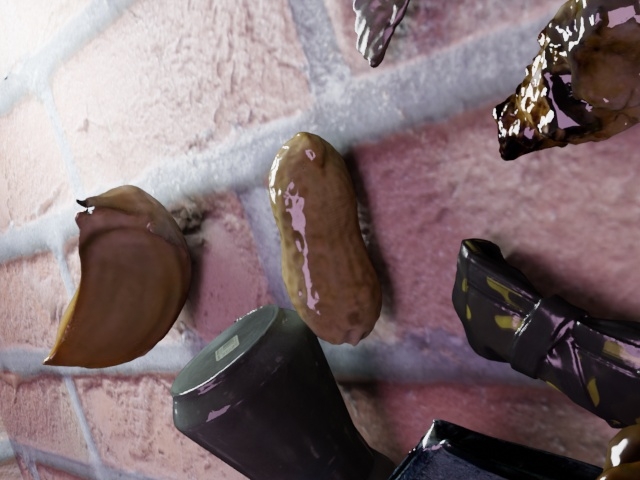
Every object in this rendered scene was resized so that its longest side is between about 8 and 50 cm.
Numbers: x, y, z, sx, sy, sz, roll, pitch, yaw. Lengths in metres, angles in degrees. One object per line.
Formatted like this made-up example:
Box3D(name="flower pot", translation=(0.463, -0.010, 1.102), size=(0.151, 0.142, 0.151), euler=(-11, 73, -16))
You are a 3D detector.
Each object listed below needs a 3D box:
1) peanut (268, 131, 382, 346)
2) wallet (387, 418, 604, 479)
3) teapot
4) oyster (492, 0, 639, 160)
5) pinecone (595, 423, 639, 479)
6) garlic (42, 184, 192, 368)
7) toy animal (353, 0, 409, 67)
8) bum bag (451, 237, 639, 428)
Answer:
Box3D(name="peanut", translation=(0.000, 0.000, 0.772), size=(0.099, 0.099, 0.214), euler=(2, 110, 50))
Box3D(name="wallet", translation=(0.111, 0.289, 0.718), size=(0.191, 0.046, 0.379), euler=(17, 136, -8))
Box3D(name="teapot", translation=(-0.034, 0.193, 0.836), size=(0.225, 0.171, 0.203), euler=(54, -177, -12))
Box3D(name="oyster", translation=(0.219, -0.132, 0.465), size=(0.128, 0.078, 0.345), euler=(57, 139, 1))
Box3D(name="pinecone", translation=(0.307, 0.216, 0.306), size=(0.398, 0.398, 0.397), euler=(25, 125, 42))
Box3D(name="garlic", translation=(-0.250, 0.037, 1.017), size=(0.151, 0.196, 0.338), euler=(39, 133, 11))
Box3D(name="toy animal", translation=(0.022, -0.267, 0.590), size=(0.197, 0.160, 0.272), euler=(-6, 109, 50))
Box3D(name="bum bag", translation=(0.193, 0.079, 0.599), size=(0.232, 0.060, 0.106), euler=(30, 137, 42))
